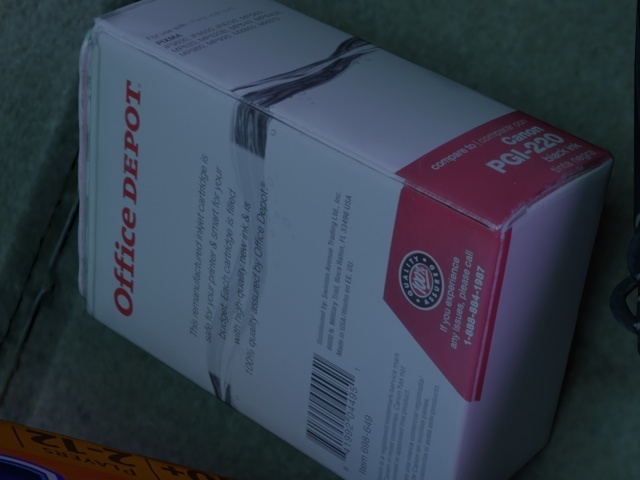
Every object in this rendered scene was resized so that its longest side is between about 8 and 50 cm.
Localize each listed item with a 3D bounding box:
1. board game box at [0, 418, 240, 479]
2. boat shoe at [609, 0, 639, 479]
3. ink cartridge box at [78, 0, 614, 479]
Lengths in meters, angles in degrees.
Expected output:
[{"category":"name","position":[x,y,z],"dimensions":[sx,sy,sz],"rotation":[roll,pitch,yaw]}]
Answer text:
[{"category":"board game box","position":[-0.123,0.279,0.499],"dimensions":[0.356,0.356,0.356],"rotation":[-69,23,6]},{"category":"boat shoe","position":[0.196,0.007,0.534],"dimensions":[0.187,0.156,0.500],"rotation":[-4,84,10]},{"category":"ink cartridge box","position":[0.000,0.000,0.658],"dimensions":[0.218,0.092,0.158],"rotation":[28,128,29]}]
